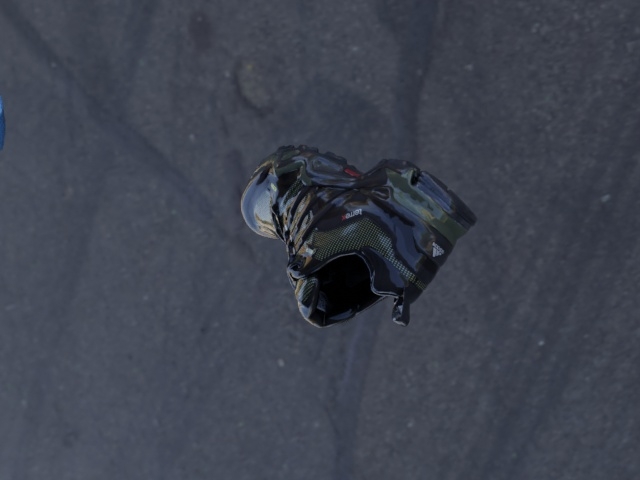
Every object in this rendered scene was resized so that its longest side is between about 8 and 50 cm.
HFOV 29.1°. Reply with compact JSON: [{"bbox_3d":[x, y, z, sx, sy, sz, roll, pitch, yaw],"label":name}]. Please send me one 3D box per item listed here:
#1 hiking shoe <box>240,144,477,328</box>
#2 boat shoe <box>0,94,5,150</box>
[{"bbox_3d":[0.000,0.000,0.869,0.086,0.114,0.227,42,160,-30],"label":"hiking shoe"},{"bbox_3d":[-0.356,-0.148,1.017,0.258,0.089,0.109,32,131,40],"label":"boat shoe"}]
